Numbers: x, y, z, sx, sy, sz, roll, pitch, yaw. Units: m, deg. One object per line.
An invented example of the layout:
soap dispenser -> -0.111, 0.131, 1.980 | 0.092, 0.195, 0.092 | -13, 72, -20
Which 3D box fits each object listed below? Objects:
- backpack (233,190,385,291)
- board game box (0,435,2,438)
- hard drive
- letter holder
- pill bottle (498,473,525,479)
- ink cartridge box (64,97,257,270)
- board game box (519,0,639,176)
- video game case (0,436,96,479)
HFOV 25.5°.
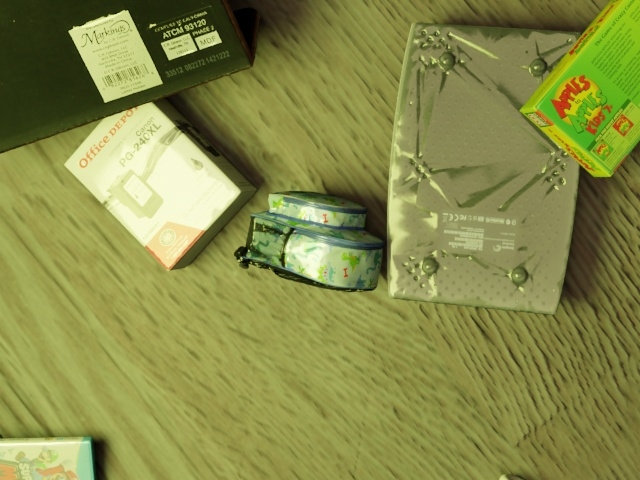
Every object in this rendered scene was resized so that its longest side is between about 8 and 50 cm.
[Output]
backpack -> 0.000, 0.000, 1.301 | 0.114, 0.105, 0.084 | 21, 102, 34
board game box -> -0.459, 0.178, 1.466 | 0.165, 0.042, 0.243 | -42, 84, 13
hard drive -> 0.152, -0.066, 1.298 | 0.172, 0.054, 0.254 | 5, 94, 13
letter holder -> -0.222, -0.227, 1.344 | 0.302, 0.214, 0.152 | -17, 121, 13
pill bottle -> 0.170, 0.263, 1.320 | 0.043, 0.043, 0.083 | 27, 99, 10
ink cartridge box -> -0.155, -0.061, 1.367 | 0.150, 0.063, 0.109 | 44, 102, 7
board game box -> 0.269, -0.153, 1.236 | 0.092, 0.043, 0.181 | 40, 86, -8
video game case -> -0.307, 0.254, 1.418 | 0.166, 0.015, 0.119 | -2, 106, 1
